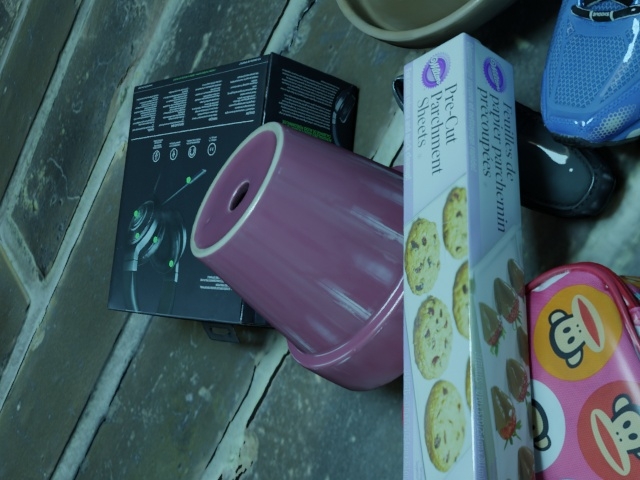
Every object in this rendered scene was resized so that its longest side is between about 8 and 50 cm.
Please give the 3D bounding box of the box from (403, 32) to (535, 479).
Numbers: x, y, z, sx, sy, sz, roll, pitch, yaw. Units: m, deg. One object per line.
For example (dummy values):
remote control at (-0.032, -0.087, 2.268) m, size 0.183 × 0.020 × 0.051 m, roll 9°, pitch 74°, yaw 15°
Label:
box at (0.100, 0.013, 0.578) m, size 0.067 × 0.063 × 0.323 m, roll -19°, pitch 61°, yaw 45°

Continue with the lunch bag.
lunch bag at (0.178, 0.187, 0.574) m, size 0.258 × 0.120 × 0.293 m, roll -44°, pitch 51°, yaw 35°

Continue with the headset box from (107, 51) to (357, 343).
headset box at (-0.101, -0.032, 0.890) m, size 0.246 × 0.131 × 0.282 m, roll -1°, pitch 81°, yaw 45°

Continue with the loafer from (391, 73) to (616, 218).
loafer at (0.143, -0.084, 0.688) m, size 0.223 × 0.078 × 0.076 m, roll 41°, pitch 111°, yaw 43°

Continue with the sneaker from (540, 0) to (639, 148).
sneaker at (0.217, -0.228, 0.586) m, size 0.130 × 0.147 × 0.329 m, roll 17°, pitch 92°, yaw 48°

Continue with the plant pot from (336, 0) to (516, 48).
plant pot at (0.126, -0.274, 0.723) m, size 0.237 × 0.110 × 0.237 m, roll -13°, pitch 71°, yaw 44°

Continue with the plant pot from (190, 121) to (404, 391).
plant pot at (0.000, 0.000, 0.697) m, size 0.201 × 0.180 × 0.201 m, roll -43°, pitch 28°, yaw 29°
